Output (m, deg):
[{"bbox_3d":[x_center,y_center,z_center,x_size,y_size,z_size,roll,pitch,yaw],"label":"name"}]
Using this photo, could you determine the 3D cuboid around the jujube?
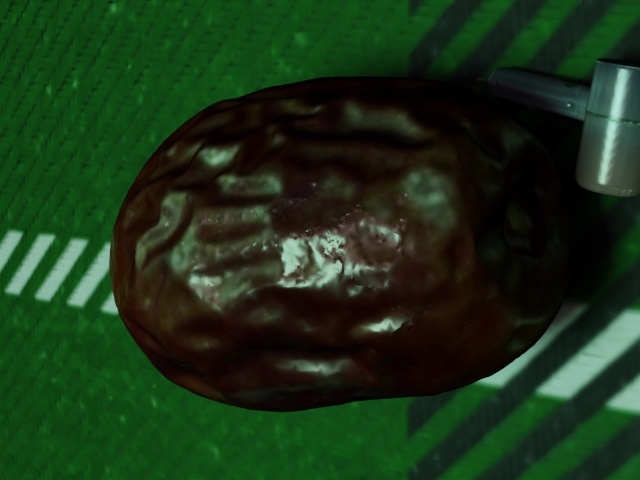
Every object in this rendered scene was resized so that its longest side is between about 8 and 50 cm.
[{"bbox_3d":[0.000,0.000,0.593,0.243,0.183,0.183,-10,89,41],"label":"jujube"}]

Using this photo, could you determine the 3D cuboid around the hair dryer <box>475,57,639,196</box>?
[{"bbox_3d":[0.122,-0.067,0.582,0.114,0.037,0.063,25,113,44],"label":"hair dryer"}]
